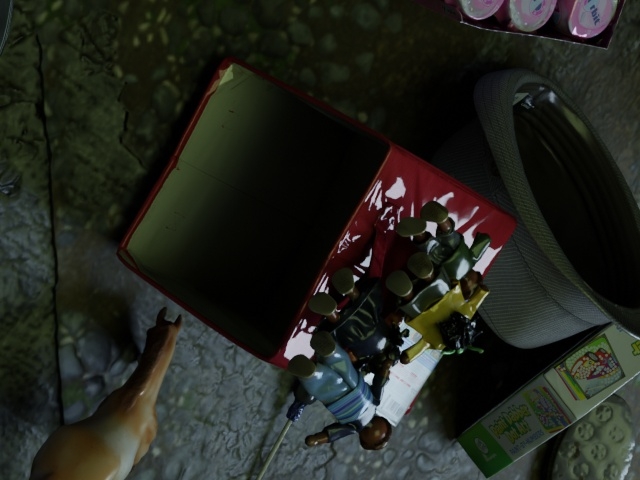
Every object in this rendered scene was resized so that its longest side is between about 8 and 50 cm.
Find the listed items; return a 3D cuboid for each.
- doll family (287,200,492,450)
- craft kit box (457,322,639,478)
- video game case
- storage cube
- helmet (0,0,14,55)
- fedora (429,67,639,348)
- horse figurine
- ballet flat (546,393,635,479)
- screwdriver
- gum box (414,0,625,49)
[{"bbox_3d":[0.054,0.068,1.369,0.193,0.076,0.111,-36,137,-1],"label":"doll family"},{"bbox_3d":[0.264,0.106,1.787,0.246,0.061,0.250,-32,172,-21],"label":"craft kit box"},{"bbox_3d":[0.070,0.076,1.452,0.122,0.011,0.087,-56,148,-4],"label":"video game case"},{"bbox_3d":[0.000,0.000,1.494,0.193,0.215,0.184,26,94,-52],"label":"storage cube"},{"bbox_3d":[-0.269,-0.156,1.206,0.161,0.169,0.169,-29,131,-6],"label":"helmet"},{"bbox_3d":[0.177,-0.008,1.638,0.124,0.275,0.243,-32,157,27],"label":"fedora"},{"bbox_3d":[-0.185,0.177,1.475,0.174,0.066,0.263,-59,171,31],"label":"horse figurine"},{"bbox_3d":[0.261,0.267,1.984,0.084,0.058,0.250,8,104,-6],"label":"ballet flat"},{"bbox_3d":[-0.033,0.167,1.690,0.170,0.024,0.025,-60,165,5],"label":"screwdriver"},{"bbox_3d":[0.145,-0.209,1.575,0.188,0.107,0.062,4,110,-42],"label":"gum box"}]
